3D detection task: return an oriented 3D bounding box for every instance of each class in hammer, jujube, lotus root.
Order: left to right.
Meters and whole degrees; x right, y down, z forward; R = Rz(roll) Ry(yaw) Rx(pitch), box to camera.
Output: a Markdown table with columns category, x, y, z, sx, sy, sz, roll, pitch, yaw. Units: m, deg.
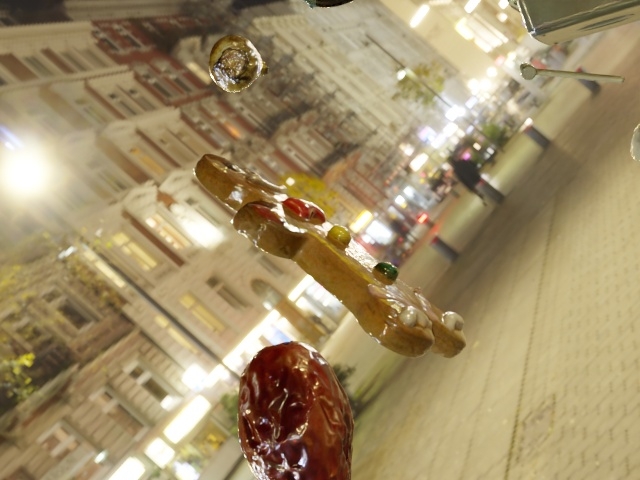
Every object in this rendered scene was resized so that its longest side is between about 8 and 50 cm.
| category | x | y | z | sx | sy | sz | roll | pitch | yaw |
| --- | --- | --- | --- | --- | --- | --- | --- | --- | --- |
| lotus root | -0.158 | -0.346 | 1.606 | 0.190 | 0.094 | 0.108 | -42 | -41 | -77 |
| jujube | -0.037 | 0.312 | 1.347 | 0.197 | 0.290 | 0.197 | -15 | -7 | -2 |
| hammer | 0.477 | -0.316 | 1.552 | 0.060 | 0.195 | 0.028 | -75 | -9 | -65 |

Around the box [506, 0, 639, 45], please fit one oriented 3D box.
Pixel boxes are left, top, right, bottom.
| category | x | y | z | sx | sy | sz | roll | pitch | yaw |
| --- | --- | --- | --- | --- | --- | --- | --- | --- | --- |
| box | 0.482 | -0.461 | 1.434 | 0.290 | 0.166 | 0.220 | -11 | 0 | 28 |

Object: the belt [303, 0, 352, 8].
| category | x | y | z | sx | sy | sz | roll | pitch | yaw |
| --- | --- | --- | --- | --- | --- | --- | --- | --- | --- |
| belt | 0.011 | -0.317 | 0.814 | 0.198 | 0.078 | 0.151 | -34 | -37 | -35 |

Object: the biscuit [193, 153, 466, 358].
| category | x | y | z | sx | sy | sz | roll | pitch | yaw |
| --- | --- | --- | --- | --- | --- | --- | --- | --- | --- |
| biscuit | 0.001 | -0.001 | 1.064 | 0.064 | 0.432 | 0.283 | -55 | -24 | 10 |

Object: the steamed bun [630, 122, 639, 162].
| category | x | y | z | sx | sy | sz | roll | pitch | yaw |
| --- | --- | --- | --- | --- | --- | --- | --- | --- | --- |
| steamed bun | 0.664 | -0.146 | 1.170 | 0.325 | 0.372 | 0.230 | 16 | -82 | -58 |
